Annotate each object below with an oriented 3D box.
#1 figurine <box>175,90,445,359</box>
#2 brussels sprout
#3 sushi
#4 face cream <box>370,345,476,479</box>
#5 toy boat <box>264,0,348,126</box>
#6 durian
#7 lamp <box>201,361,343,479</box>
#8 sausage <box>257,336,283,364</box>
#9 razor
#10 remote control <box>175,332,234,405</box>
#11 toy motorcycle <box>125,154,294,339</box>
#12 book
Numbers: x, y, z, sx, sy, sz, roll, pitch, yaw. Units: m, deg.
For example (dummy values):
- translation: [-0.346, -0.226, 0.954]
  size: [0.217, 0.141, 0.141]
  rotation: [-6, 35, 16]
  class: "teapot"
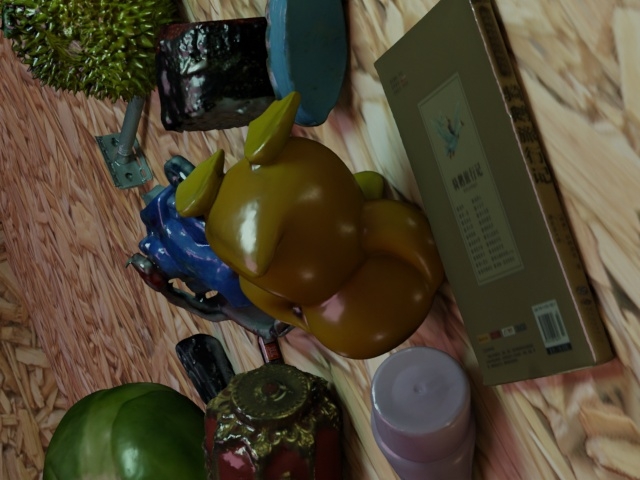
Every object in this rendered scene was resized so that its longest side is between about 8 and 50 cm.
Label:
- translation: [-0.006, 0.000, 1.277]
  size: [0.215, 0.228, 0.215]
  rotation: [-24, 55, 39]
  class: "figurine"
- translation: [-0.255, 0.380, 2.086]
  size: [0.371, 0.276, 0.315]
  rotation: [54, -178, 30]
  class: "brussels sprout"
- translation: [-0.118, -0.183, 1.539]
  size: [0.225, 0.136, 0.126]
  rotation: [-161, 65, -73]
  class: "sushi"
- translation: [0.101, 0.201, 1.337]
  size: [0.154, 0.096, 0.274]
  rotation: [58, 169, 31]
  class: "face cream"
- translation: [-0.020, -0.189, 1.348]
  size: [0.077, 0.075, 0.185]
  rotation: [47, 152, 47]
  class: "toy boat"
- translation: [-0.316, -0.312, 1.844]
  size: [0.291, 0.224, 0.291]
  rotation: [43, 142, 47]
  class: "durian"
- translation: [-0.056, 0.277, 1.683]
  size: [0.177, 0.177, 0.274]
  rotation: [-126, 27, -45]
  class: "lamp"
- translation: [-0.050, 0.203, 1.826]
  size: [0.025, 0.028, 0.198]
  rotation: [-24, 83, 48]
  class: "sausage"
- translation: [-0.293, -0.185, 2.160]
  size: [0.106, 0.068, 0.232]
  rotation: [64, 153, 22]
  class: "razor"
- translation: [-0.136, 0.246, 2.070]
  size: [0.266, 0.066, 0.090]
  rotation: [56, 169, 32]
  class: "remote control"
- translation: [-0.108, 0.003, 1.679]
  size: [0.319, 0.241, 0.182]
  rotation: [154, 139, -76]
  class: "toy motorcycle"
- translation: [0.133, -0.037, 1.132]
  size: [0.217, 0.021, 0.310]
  rotation: [148, 104, -71]
  class: "book"
